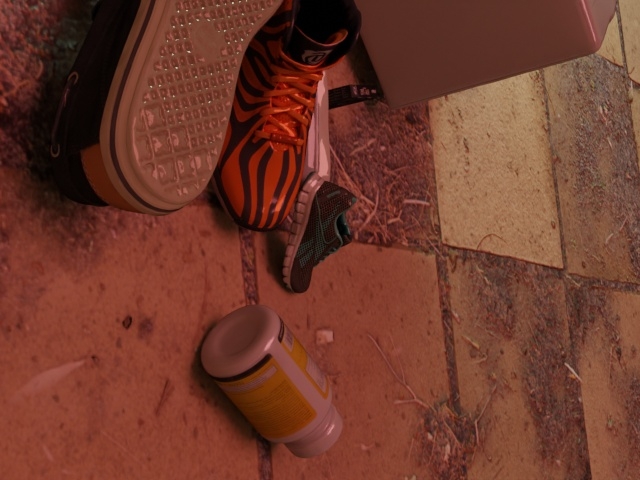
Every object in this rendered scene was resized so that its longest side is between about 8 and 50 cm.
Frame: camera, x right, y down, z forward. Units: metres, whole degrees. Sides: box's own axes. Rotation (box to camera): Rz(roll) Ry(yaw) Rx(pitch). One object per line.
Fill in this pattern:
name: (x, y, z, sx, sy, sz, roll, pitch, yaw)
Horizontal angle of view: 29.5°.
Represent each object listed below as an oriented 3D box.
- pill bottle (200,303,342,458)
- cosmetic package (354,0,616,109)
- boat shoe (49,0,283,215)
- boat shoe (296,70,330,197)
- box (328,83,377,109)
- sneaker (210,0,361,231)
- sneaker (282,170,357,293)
pill bottle: (-0.050, 0.167, 1.400, 0.184, 0.103, 0.103, 55, 40, -33)
cosmetic package: (0.214, -0.458, 1.758, 0.394, 0.327, 0.329, 66, 28, -20)
boat shoe: (-0.153, -0.238, 1.280, 0.187, 0.156, 0.500, 43, 50, -39)
boat shoe: (-0.041, -0.164, 1.532, 0.081, 0.079, 0.227, -1, 81, -34)
box: (0.024, -0.192, 1.638, 0.067, 0.083, 0.018, -9, 89, -56)
sneaker: (-0.043, -0.175, 1.400, 0.124, 0.180, 0.321, 7, 82, -25)
sneaker: (0.000, 0.000, 1.502, 0.065, 0.076, 0.166, -58, 163, -57)
